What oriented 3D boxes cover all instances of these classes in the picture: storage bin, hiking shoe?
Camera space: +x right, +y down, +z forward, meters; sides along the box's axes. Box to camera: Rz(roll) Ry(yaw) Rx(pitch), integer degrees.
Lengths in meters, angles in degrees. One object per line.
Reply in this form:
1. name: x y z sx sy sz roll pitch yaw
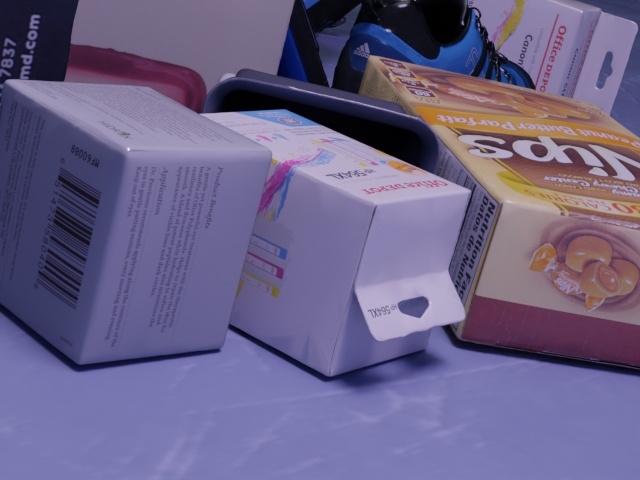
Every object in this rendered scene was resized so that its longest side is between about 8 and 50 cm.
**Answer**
1. storage bin: -0.005 -0.049 0.834 0.135 0.098 0.091 13 19 -4
2. hiking shoe: 0.111 -0.139 1.146 0.113 0.132 0.304 22 19 23

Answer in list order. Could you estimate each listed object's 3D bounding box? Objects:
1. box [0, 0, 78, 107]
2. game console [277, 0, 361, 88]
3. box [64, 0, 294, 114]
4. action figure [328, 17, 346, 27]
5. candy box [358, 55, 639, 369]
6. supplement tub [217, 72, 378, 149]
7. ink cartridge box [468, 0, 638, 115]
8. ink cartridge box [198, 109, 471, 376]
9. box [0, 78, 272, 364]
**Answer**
1. box: -0.432 -0.221 0.712 0.471 0.298 0.480 -4 25 -40
2. game console: -0.013 -0.288 1.174 0.173 0.293 0.250 -25 29 -9
3. box: -0.157 -0.157 0.998 0.232 0.127 0.148 5 20 -29
4. action figure: 0.122 -0.337 1.519 0.330 0.341 0.179 40 35 -32
5. candy box: 0.137 -0.024 0.892 0.182 0.088 0.316 10 18 -15
6. supplement tub: -0.020 -0.063 0.915 0.107 0.071 0.071 14 18 -5
7. ink cartridge box: 0.201 -0.192 1.408 0.198 0.115 0.067 22 19 23
8. ink cartridge box: 0.000 0.000 0.706 0.143 0.090 0.092 25 20 31
9. box: -0.093 -0.012 0.647 0.087 0.101 0.102 -3 25 -45
